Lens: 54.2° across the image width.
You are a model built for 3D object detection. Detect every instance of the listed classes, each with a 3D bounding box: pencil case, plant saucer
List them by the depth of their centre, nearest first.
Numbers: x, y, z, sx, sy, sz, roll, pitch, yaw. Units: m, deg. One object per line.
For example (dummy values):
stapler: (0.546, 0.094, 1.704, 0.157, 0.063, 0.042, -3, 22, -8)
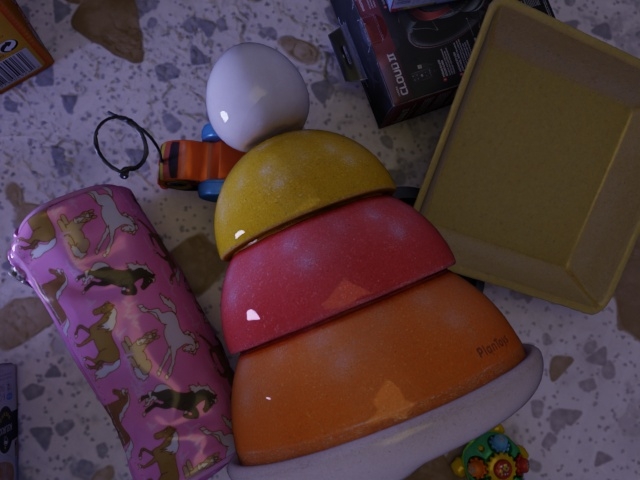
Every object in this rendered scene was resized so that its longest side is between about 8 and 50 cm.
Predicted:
pencil case: (-0.226, 0.125, 0.779, 0.167, 0.160, 0.386, -32, 88, 13)
plant saucer: (0.290, -0.099, 0.834, 0.332, 0.081, 0.333, 17, 99, -17)

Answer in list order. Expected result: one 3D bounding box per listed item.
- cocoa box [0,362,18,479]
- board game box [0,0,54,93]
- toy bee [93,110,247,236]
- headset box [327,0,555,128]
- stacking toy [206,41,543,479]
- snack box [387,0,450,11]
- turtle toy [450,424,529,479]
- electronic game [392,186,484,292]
cocoa box: (-0.487, 0.265, 0.642, 0.231, 0.347, 0.228, -4, 85, -7)
board game box: (-0.598, -0.319, 0.691, 0.356, 0.356, 0.356, -33, 89, -8)
toy bee: (-0.147, -0.107, 0.832, 0.298, 0.162, 0.195, 30, 72, -26)
headset box: (0.159, -0.305, 0.885, 0.293, 0.110, 0.218, -20, 85, -7)
stacking toy: (0.000, 0.000, 0.700, 0.350, 0.350, 0.480, -19, 82, -7)
snack box: (0.171, -0.405, 0.808, 0.207, 0.070, 0.175, -12, 81, -5)
turtle toy: (0.247, 0.314, 0.847, 0.130, 0.066, 0.095, 45, 82, 1)
electronic game: (0.124, 0.036, 0.875, 0.229, 0.048, 0.229, 2, 79, -12)
